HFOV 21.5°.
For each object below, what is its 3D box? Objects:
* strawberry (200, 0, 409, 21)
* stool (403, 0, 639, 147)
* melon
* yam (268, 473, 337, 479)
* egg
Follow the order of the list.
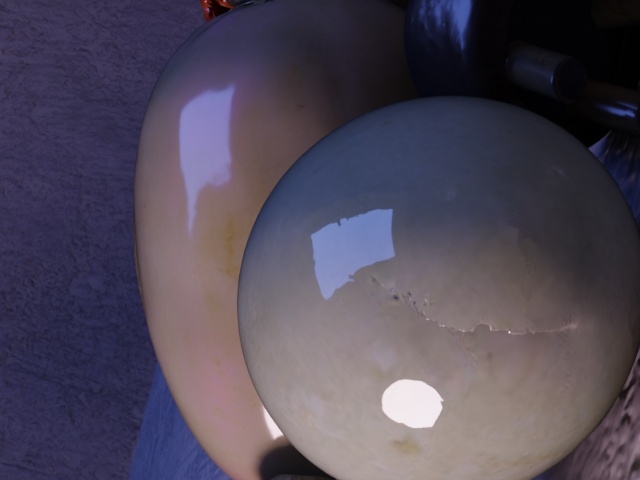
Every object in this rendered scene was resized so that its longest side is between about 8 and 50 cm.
[{"bbox_3d":[0.055,-0.281,1.170,0.312,0.267,0.351,-22,33,56],"label":"strawberry"},{"bbox_3d":[0.132,-0.126,0.874,0.121,0.125,0.217,5,50,54],"label":"stool"},{"bbox_3d":[0.000,0.000,1.015,0.223,0.223,0.317,-153,58,-81],"label":"melon"},{"bbox_3d":[-0.013,0.310,0.882,0.083,0.083,0.372,126,150,-64],"label":"yam"},{"bbox_3d":[0.055,0.028,0.790,0.253,0.186,0.186,122,163,-67],"label":"egg"}]
